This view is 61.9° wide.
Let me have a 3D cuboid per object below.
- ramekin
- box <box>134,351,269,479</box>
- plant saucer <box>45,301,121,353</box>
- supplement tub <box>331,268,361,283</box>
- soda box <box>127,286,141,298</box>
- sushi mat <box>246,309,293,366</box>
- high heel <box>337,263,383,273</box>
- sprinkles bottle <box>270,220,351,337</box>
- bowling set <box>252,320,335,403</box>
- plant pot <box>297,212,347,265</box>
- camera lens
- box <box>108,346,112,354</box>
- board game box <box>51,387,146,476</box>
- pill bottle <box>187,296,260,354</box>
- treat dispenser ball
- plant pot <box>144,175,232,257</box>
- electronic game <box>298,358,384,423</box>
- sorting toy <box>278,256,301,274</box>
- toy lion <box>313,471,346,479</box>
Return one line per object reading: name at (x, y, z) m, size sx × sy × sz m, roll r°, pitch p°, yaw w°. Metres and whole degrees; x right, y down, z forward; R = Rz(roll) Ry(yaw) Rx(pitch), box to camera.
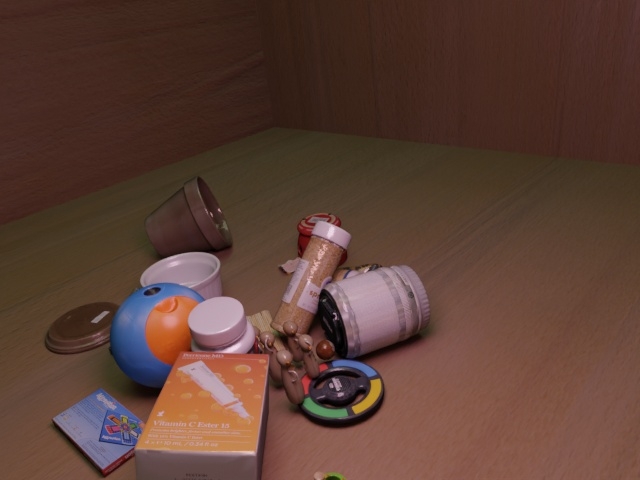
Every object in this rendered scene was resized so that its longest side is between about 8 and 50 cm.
ramekin at (-0.478, 0.162, 1.879) m, size 0.277 × 0.135 × 0.277 m, roll -6°, pitch 26°, yaw 3°
box at (-0.222, 0.388, 1.096) m, size 0.214 × 0.168 × 0.345 m, roll 2°, pitch 17°, yaw -3°
plant saucer at (-0.797, 0.287, 1.820) m, size 0.277 × 0.041 × 0.278 m, roll -6°, pitch 25°, yaw 3°
supplement tub at (0.028, 0.160, 1.731) m, size 0.199 × 0.144 × 0.144 m, roll 5°, pitch 28°, yaw 26°
soda box at (-0.630, 0.234, 1.834) m, size 0.058 × 0.061 × 0.181 m, roll 31°, pitch 11°, yaw -25°
sushi mat at (-0.196, 0.310, 1.629) m, size 0.151 × 0.019 × 0.316 m, roll -15°, pitch 27°, yaw -13°
high heel at (0.091, 0.130, 1.882) m, size 0.261 × 0.093 × 0.186 m, roll -5°, pitch 5°, yaw 27°
sprinkles bottle at (-0.028, 0.121, 1.617) m, size 0.121 × 0.356 × 0.121 m, roll 24°, pitch -7°, yaw 3°
bowling set at (-0.070, 0.278, 1.423) m, size 0.199 × 0.154 × 0.287 m, roll -26°, pitch 26°, yaw -26°
plant pot at (0.000, 0.000, 2.043) m, size 0.191 × 0.174 × 0.191 m, roll -7°, pitch 27°, yaw 4°
camera lens at (0.145, 0.200, 1.527) m, size 0.274 × 0.220 × 0.219 m, roll -16°, pitch 27°, yaw -16°
box at (-0.569, 0.325, 1.690) m, size 0.116 × 0.029 × 0.162 m, roll 14°, pitch 32°, yaw 39°
board game box at (-0.557, 0.480, 1.364) m, size 0.281 × 0.027 × 0.145 m, roll 16°, pitch 36°, yaw 40°
pill bottle at (-0.233, 0.293, 1.348) m, size 0.161 × 0.283 × 0.161 m, roll -5°, pitch 33°, yaw 3°
treat dispenser ball at (-0.433, 0.261, 1.485) m, size 0.288 × 0.288 × 0.288 m, roll -6°, pitch 25°, yaw 3°
plant pot at (-0.564, -0.065, 2.236) m, size 0.280 × 0.323 × 0.323 m, roll -26°, pitch 26°, yaw 1°
electronic game at (0.050, 0.383, 1.373) m, size 0.229 × 0.048 × 0.229 m, roll -6°, pitch 26°, yaw 3°
sorting toy at (-0.124, 0.094, 2.035) m, size 0.083 × 0.045 × 0.075 m, roll -23°, pitch 22°, yaw -28°
toy lion at (0.038, 0.525, 1.107) m, size 0.096 × 0.034 × 0.100 m, roll -4°, pitch 25°, yaw -8°
